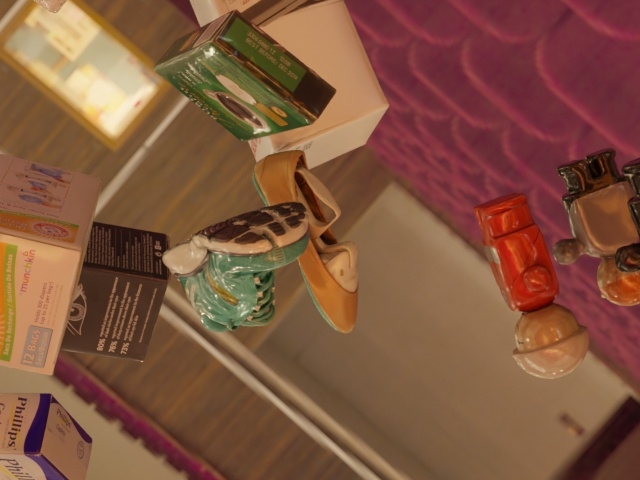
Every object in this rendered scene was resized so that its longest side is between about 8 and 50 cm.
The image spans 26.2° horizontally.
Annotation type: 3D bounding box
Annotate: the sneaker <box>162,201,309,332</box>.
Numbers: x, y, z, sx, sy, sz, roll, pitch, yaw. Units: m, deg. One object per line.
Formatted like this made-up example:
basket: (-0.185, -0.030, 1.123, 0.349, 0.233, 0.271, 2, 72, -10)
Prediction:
sneaker: (-0.070, 0.031, 1.352, 0.110, 0.107, 0.275, 69, 158, 2)

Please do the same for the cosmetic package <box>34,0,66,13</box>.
cosmetic package: (-0.181, -0.348, 1.105, 0.138, 0.225, 0.224, 35, -135, -24)

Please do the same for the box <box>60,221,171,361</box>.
box: (-0.320, 0.062, 1.850, 0.207, 0.153, 0.108, 11, -146, -16)

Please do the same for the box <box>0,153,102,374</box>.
box: (-0.250, 0.014, 1.138, 0.103, 0.114, 0.203, 14, -164, -9)

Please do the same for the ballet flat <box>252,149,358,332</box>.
ballet flat: (0.000, 0.000, 1.608, 0.232, 0.073, 0.080, 61, -154, -9)

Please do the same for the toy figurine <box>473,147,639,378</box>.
toy figurine: (0.246, 0.005, 1.037, 0.210, 0.213, 0.148, -25, -84, -50)

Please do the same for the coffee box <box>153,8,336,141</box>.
coffee box: (-0.070, -0.139, 1.186, 0.113, 0.040, 0.184, 37, 166, -16)

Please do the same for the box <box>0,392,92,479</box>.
box: (-0.337, 0.223, 1.494, 0.126, 0.137, 0.072, 67, -155, -57)

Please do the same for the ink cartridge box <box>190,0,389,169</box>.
ink cartridge box: (-0.069, -0.297, 1.825, 0.285, 0.166, 0.394, 124, 124, -83)
